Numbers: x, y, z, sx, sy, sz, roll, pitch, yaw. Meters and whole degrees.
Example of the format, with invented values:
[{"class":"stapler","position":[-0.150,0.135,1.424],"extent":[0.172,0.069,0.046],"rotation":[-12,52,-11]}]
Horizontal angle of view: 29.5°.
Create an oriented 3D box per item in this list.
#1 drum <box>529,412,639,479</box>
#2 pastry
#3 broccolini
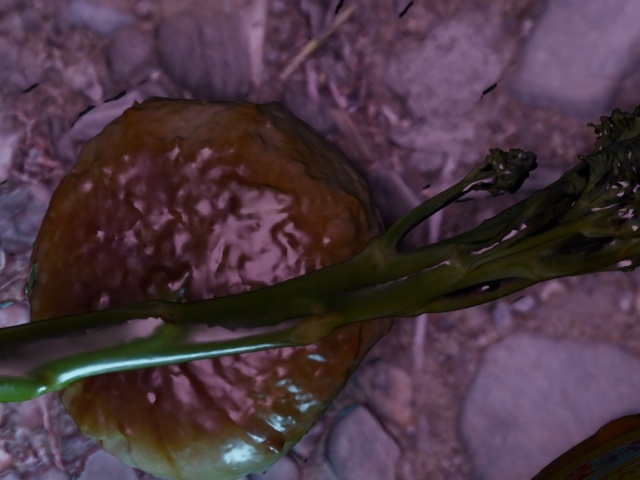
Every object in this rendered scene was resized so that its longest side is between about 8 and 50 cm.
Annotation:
[{"class":"drum","position":[0.216,0.277,0.509],"extent":[0.431,0.214,0.431],"rotation":[2,97,17]},{"class":"pastry","position":[-0.061,0.023,0.624],"extent":[0.182,0.093,0.192],"rotation":[39,105,11]},{"class":"broccolini","position":[0.000,0.002,0.540],"extent":[0.392,0.074,0.078],"rotation":[-10,133,-9]}]
